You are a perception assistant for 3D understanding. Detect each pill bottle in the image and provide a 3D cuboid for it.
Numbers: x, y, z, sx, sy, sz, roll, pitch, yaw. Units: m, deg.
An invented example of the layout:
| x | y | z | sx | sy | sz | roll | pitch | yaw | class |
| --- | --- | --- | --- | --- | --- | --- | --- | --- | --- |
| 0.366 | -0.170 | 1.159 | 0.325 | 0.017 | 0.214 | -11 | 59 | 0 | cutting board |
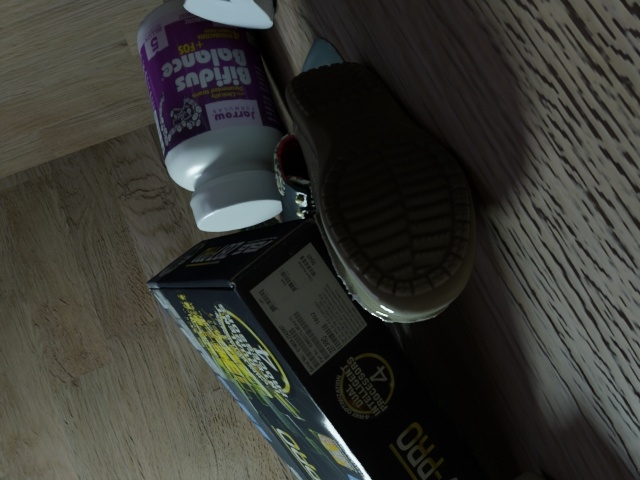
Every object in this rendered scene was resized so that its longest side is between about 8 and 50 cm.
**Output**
| x | y | z | sx | sy | sz | roll | pitch | yaw | class |
| --- | --- | --- | --- | --- | --- | --- | --- | --- | --- |
| -0.146 | -0.173 | 1.004 | 0.169 | 0.169 | 0.302 | 103 | 151 | -76 | pill bottle |

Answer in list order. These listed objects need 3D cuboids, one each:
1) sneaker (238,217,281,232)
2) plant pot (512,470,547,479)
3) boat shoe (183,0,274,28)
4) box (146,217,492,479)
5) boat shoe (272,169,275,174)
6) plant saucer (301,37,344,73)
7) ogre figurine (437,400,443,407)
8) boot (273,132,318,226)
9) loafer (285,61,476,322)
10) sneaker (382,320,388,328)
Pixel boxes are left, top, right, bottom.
| x | y | z | sx | sy | sz | roll | pitch | yaw | class |
| --- | --- | --- | --- | --- | --- | --- | --- | --- | --- |
| -0.113 | 0.077 | 1.681 | 0.146 | 0.134 | 0.344 | -125 | 15 | -60 | sneaker |
| 0.154 | 0.242 | 0.494 | 0.109 | 0.109 | 0.096 | 69 | 160 | -2 | plant pot |
| -0.105 | -0.310 | 0.775 | 0.301 | 0.108 | 0.102 | -5 | -75 | -86 | boat shoe |
| 0.009 | 0.168 | 0.702 | 0.395 | 0.097 | 0.318 | 55 | 160 | -13 | box |
| -0.145 | -0.203 | 1.172 | 0.130 | 0.132 | 0.356 | 123 | 126 | -80 | boat shoe |
| 0.014 | -0.104 | 0.725 | 0.195 | 0.037 | 0.195 | 158 | 90 | -83 | plant saucer |
| 0.074 | 0.187 | 0.844 | 0.197 | 0.097 | 0.118 | 26 | 170 | 4 | ogre figurine |
| -0.002 | 0.000 | 0.887 | 0.179 | 0.085 | 0.236 | 79 | 175 | -57 | boot |
| 0.042 | -0.036 | 0.528 | 0.269 | 0.101 | 0.092 | -107 | 1 | -46 | loafer |
| 0.070 | 0.183 | 0.955 | 0.095 | 0.090 | 0.235 | 57 | -168 | -83 | sneaker |
